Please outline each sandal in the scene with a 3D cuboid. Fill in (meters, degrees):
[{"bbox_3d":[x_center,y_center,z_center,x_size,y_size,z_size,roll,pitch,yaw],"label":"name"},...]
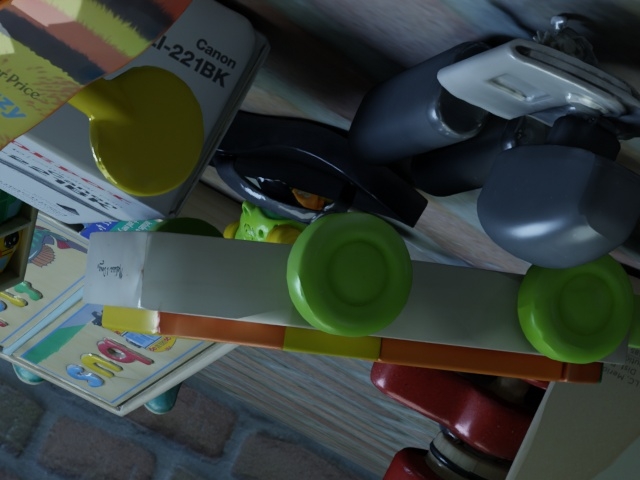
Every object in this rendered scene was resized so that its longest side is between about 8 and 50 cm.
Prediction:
[{"bbox_3d":[-0.031,-0.041,1.225,0.254,0.054,0.097,17,167,46],"label":"sandal"}]

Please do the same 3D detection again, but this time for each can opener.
[{"bbox_3d":[0.069,-0.044,0.849,0.074,0.093,0.280,27,176,-12],"label":"can opener"}]

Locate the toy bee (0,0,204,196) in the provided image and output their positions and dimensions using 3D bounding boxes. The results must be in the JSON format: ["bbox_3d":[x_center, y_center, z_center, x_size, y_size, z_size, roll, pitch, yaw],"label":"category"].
[{"bbox_3d":[-0.139,-0.063,0.773,0.195,0.162,0.298,20,151,-15],"label":"toy bee"}]

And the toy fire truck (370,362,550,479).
[{"bbox_3d":[0.181,0.142,1.421,0.302,0.169,0.254,27,-170,2],"label":"toy fire truck"}]

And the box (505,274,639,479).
[{"bbox_3d":[0.166,0.189,1.161,0.121,0.311,0.148,24,171,16],"label":"box"}]

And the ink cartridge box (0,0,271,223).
[{"bbox_3d":[-0.170,-0.102,1.074,0.197,0.114,0.273,30,170,-16],"label":"ink cartridge box"}]

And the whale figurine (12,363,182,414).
[{"bbox_3d":[-0.234,0.056,1.948,0.272,0.216,0.141,36,145,2],"label":"whale figurine"}]

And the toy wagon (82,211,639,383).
[{"bbox_3d":[0.058,0.033,1.010,0.344,0.068,0.267,8,177,-21],"label":"toy wagon"}]

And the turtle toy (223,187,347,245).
[{"bbox_3d":[0.000,0.000,1.337,0.130,0.066,0.095,30,170,-26],"label":"turtle toy"}]

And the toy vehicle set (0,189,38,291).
[{"bbox_3d":[-0.289,-0.014,1.365,0.035,0.166,0.267,24,-155,21],"label":"toy vehicle set"}]

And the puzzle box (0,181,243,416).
[{"bbox_3d":[-0.204,0.033,1.704,0.272,0.052,0.409,28,150,-17],"label":"puzzle box"}]
